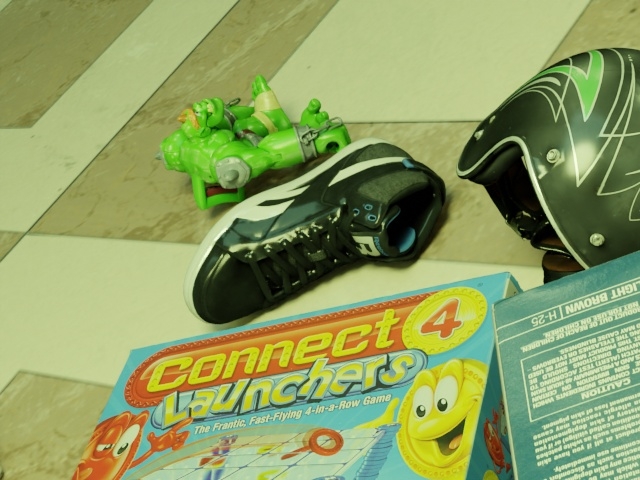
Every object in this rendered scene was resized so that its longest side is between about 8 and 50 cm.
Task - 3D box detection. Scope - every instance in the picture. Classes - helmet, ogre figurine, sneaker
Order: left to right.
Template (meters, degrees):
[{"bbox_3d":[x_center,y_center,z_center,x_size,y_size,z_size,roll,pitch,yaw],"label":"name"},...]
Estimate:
[{"bbox_3d":[-0.067,-0.086,1.346,0.118,0.097,0.197,-26,42,-26],"label":"ogre figurine"},{"bbox_3d":[0.000,0.000,1.169,0.217,0.079,0.121,-38,30,-13],"label":"sneaker"},{"bbox_3d":[0.188,-0.046,0.995,0.169,0.169,0.161,-48,18,-25],"label":"helmet"}]

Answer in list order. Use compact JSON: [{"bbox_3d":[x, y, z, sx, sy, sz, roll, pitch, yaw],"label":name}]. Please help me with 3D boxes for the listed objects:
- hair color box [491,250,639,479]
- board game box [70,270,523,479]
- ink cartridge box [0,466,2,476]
[{"bbox_3d":[0.168,0.177,0.685,0.105,0.174,0.347,-21,33,15],"label":"hair color box"},{"bbox_3d":[-0.025,0.176,0.937,0.308,0.086,0.302,-13,36,27],"label":"board game box"},{"bbox_3d":[-0.425,0.184,1.156,0.283,0.207,0.117,-18,33,20],"label":"ink cartridge box"}]
